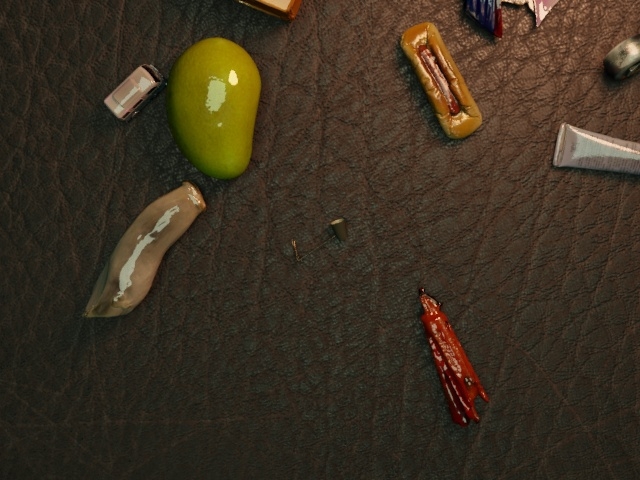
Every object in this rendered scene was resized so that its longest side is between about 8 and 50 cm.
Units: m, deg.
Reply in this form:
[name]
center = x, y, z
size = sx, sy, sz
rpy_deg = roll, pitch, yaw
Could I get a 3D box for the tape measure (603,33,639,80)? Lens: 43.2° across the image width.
[tape measure]
center = 0.623, -0.303, 1.543
size = 0.107, 0.104, 0.180
rpy_deg = -29, 91, 3

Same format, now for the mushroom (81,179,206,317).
[mushroom]
center = -0.362, 0.024, 1.653
size = 0.109, 0.097, 0.351
rpy_deg = 35, 94, 0

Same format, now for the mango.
[mango]
center = -0.215, -0.261, 1.592
size = 0.185, 0.149, 0.273
rpy_deg = 10, 101, 2

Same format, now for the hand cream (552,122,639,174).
[hand cream]
center = 0.590, -0.168, 1.585
size = 0.256, 0.055, 0.088
rpy_deg = 10, 103, 6

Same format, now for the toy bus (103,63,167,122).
[toy bus]
center = -0.375, -0.300, 1.635
size = 0.123, 0.075, 0.060
rpy_deg = -42, 91, 7

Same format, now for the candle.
[candle]
center = 0.257, 0.235, 1.642
size = 0.084, 0.059, 0.302
rpy_deg = -24, 92, -3

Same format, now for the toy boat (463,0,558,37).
[toy boat]
center = 0.418, -0.531, 1.562
size = 0.318, 0.072, 0.219
rpy_deg = -22, 96, 3

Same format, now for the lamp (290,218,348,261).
[lamp]
center = 0.001, 0.000, 1.654
size = 0.121, 0.041, 0.054
rpy_deg = -19, 102, 2

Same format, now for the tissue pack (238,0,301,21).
[tissue pack]
center = -0.088, -0.589, 1.555
size = 0.194, 0.145, 0.275
rpy_deg = 24, 97, 4

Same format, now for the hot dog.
[hot dog]
center = 0.236, -0.314, 1.589
size = 0.084, 0.073, 0.243
rpy_deg = -26, 92, 11
